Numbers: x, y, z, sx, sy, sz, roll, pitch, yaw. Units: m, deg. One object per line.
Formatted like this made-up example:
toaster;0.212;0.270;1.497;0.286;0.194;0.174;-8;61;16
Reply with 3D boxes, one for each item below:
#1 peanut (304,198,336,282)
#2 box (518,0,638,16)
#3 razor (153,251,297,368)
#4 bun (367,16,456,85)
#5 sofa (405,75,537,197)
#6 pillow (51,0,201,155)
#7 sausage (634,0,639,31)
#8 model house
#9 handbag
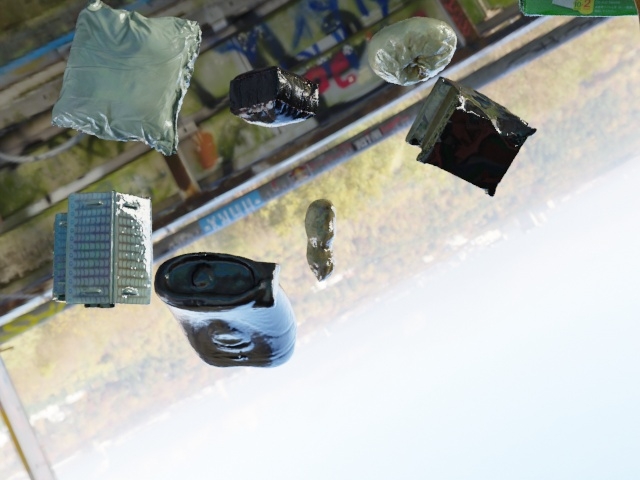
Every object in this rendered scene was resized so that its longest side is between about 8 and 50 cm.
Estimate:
peanut;0.001;0.000;1.863;0.086;0.227;0.104;0;-178;-15
box;0.486;-0.459;1.229;0.250;0.103;0.180;5;-157;16
razor;-0.148;0.120;1.149;0.205;0.113;0.349;3;152;5
bun;0.226;-0.449;1.676;0.222;0.127;0.222;-5;171;-1
sofa;0.353;-0.253;1.652;0.200;0.258;0.182;-62;-163;18
pillow;-0.416;-0.362;1.506;0.138;0.284;0.309;-90;-163;-85
sausage;0.383;-0.304;0.759;0.109;0.270;0.109;-15;176;-1
model house;-0.447;0.027;1.417;0.198;0.224;0.215;4;169;-28
handbag;-0.125;-0.384;1.853;0.169;0.155;0.215;4;177;-45
